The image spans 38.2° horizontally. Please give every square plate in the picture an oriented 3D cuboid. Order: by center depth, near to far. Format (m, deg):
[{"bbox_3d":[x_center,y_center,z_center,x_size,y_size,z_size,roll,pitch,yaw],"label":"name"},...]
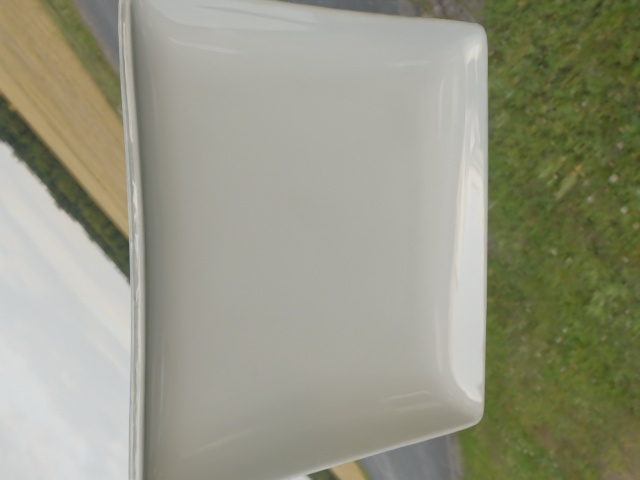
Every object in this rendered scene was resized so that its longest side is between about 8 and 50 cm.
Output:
[{"bbox_3d":[0.000,0.000,0.695,0.049,0.347,0.344,5,98,49],"label":"square plate"}]
